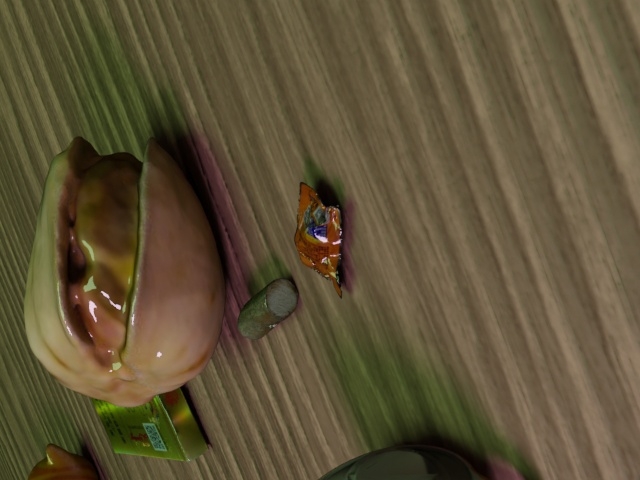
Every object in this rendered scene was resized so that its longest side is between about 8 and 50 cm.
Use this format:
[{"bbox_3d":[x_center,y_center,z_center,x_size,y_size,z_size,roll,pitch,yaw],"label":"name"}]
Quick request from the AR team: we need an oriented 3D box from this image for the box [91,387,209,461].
[{"bbox_3d":[-0.291,0.261,1.242,0.311,0.043,0.172,-19,96,55],"label":"box"}]

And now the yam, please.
[{"bbox_3d":[-0.059,0.076,0.856,0.043,0.043,0.094,61,144,8],"label":"yam"}]

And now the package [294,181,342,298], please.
[{"bbox_3d":[-0.001,0.000,0.750,0.077,0.033,0.110,28,134,29],"label":"package"}]

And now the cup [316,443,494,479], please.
[{"bbox_3d":[0.105,0.320,0.698,0.226,0.182,0.263,-15,106,22],"label":"cup"}]

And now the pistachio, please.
[{"bbox_3d":[-0.226,0.041,0.906,0.238,0.229,0.321,-117,25,-73],"label":"pistachio"}]

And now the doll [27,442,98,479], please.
[{"bbox_3d":[-0.542,0.541,1.624,0.269,0.162,0.166,-54,50,39],"label":"doll"}]
